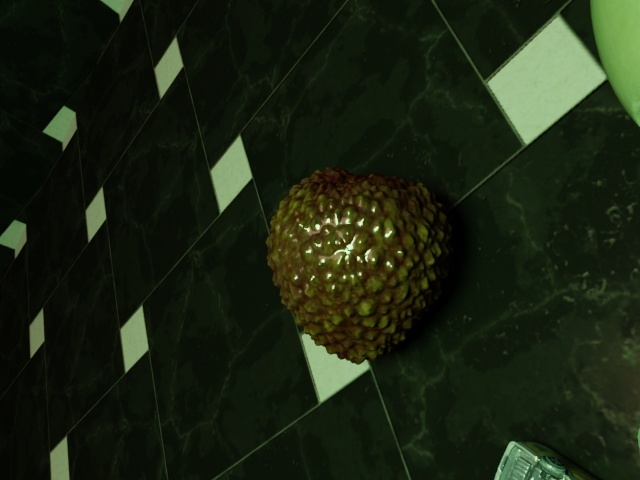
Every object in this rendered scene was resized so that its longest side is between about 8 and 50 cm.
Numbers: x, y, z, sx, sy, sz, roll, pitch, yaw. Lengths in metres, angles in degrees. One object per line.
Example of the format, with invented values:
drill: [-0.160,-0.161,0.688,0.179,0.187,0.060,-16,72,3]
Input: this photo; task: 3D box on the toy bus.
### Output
toy bus: [0.271,0.270,0.619,0.190,0.075,0.064,28,102,48]

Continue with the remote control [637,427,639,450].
remote control: [0.395,0.188,0.520,0.247,0.052,0.104,-2,77,51]

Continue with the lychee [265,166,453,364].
lychee: [0.048,0.037,0.828,0.271,0.271,0.271,-16,68,46]

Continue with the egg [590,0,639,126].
egg: [0.362,-0.189,0.485,0.278,0.278,0.336,-18,60,45]
